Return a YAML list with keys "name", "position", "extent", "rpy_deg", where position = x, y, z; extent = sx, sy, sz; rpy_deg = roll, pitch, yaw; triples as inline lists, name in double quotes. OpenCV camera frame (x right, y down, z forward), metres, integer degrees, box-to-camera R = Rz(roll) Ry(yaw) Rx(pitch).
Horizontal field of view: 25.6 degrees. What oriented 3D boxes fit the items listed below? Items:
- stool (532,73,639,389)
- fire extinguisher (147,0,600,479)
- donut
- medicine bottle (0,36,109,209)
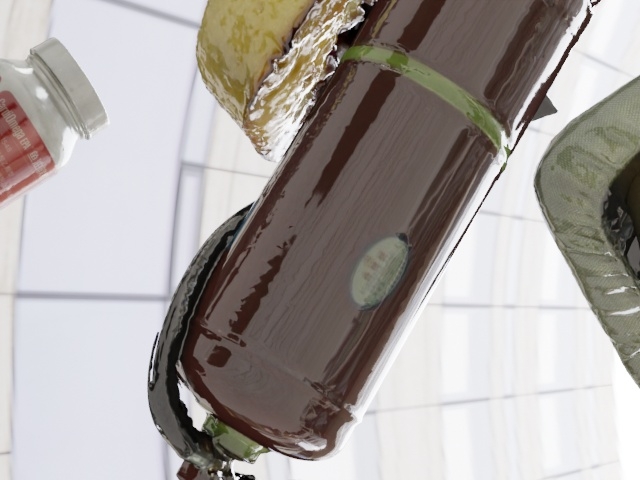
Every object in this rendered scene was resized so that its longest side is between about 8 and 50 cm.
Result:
- name: "stool"
  position: [0.363, 0.007, 1.065]
  extent: [0.310, 0.226, 0.310]
  rpy_deg: [-32, -68, 5]
- name: "fire extinguisher"
  position: [0.026, -0.006, 0.670]
  extent: [0.105, 0.141, 0.341]
  rpy_deg: [21, -102, 50]
- name: "donut"
  position: [0.008, -0.132, 0.768]
  extent: [0.073, 0.166, 0.184]
  rpy_deg: [41, -90, 15]
- name: "medicine bottle"
  position: [-0.338, -0.089, 1.374]
  extent: [0.250, 0.131, 0.131]
  rpy_deg: [-34, -114, -14]
